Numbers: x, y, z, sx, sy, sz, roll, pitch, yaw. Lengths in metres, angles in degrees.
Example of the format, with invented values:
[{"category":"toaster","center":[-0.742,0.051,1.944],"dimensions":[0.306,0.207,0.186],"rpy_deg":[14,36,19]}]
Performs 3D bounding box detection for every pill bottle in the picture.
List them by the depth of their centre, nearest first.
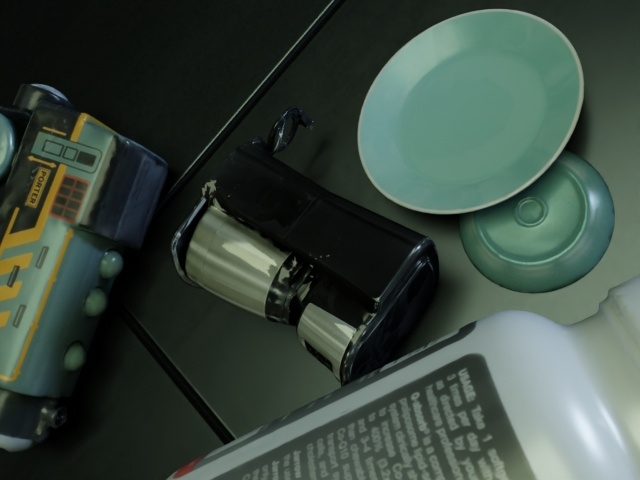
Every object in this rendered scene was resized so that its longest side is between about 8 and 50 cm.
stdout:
[{"category":"pill bottle","center":[0.089,0.170,0.497],"dimensions":[0.362,0.210,0.210],"rpy_deg":[-29,66,14]}]

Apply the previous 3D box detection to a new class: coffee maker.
[{"category":"coffee maker","center":[0.000,0.000,0.629],"dimensions":[0.178,0.120,0.171],"rpy_deg":[29,96,22]}]

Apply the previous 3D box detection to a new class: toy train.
[{"category":"toy train","center":[-0.274,0.023,0.743],"dimensions":[0.190,0.142,0.334],"rpy_deg":[17,83,17]}]

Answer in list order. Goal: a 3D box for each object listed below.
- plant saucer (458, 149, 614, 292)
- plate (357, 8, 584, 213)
[{"category":"plant saucer","center":[0.163,-0.020,0.626],"dimensions":[0.119,0.021,0.119],"rpy_deg":[-7,73,22]},{"category":"plate","center":[0.118,-0.102,0.655],"dimensions":[0.188,0.024,0.188],"rpy_deg":[-13,61,25]}]
